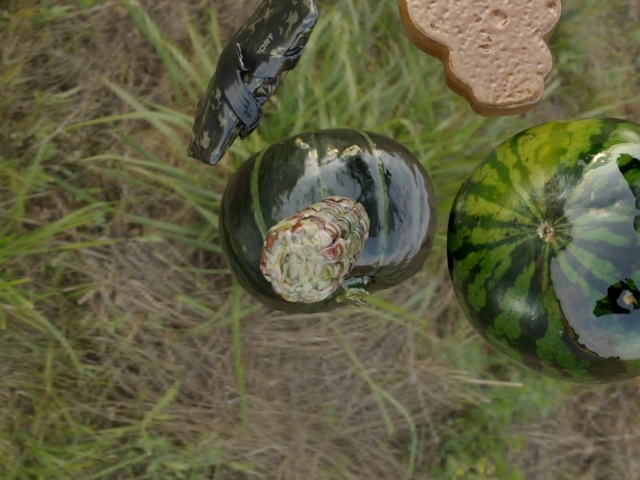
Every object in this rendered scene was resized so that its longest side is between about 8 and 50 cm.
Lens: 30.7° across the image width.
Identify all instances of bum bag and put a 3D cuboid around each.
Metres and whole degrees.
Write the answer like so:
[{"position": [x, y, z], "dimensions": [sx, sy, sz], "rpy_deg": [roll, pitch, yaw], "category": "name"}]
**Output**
[{"position": [-0.068, -0.178, 1.187], "dimensions": [0.069, 0.102, 0.248], "rpy_deg": [26, 115, -13], "category": "bum bag"}]

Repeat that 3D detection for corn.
[{"position": [0.000, 0.000, 1.262], "dimensions": [0.280, 0.092, 0.092], "rpy_deg": [-48, 125, -75], "category": "corn"}]

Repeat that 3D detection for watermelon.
[{"position": [0.274, 0.007, 1.221], "dimensions": [0.285, 0.285, 0.285], "rpy_deg": [2, 87, -38], "category": "watermelon"}]

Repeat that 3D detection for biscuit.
[{"position": [0.188, -0.306, 1.428], "dimensions": [0.202, 0.047, 0.334], "rpy_deg": [-11, 73, -11], "category": "biscuit"}]

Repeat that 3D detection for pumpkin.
[{"position": [0.011, -0.028, 1.684], "dimensions": [0.323, 0.323, 0.241], "rpy_deg": [2, 65, -38], "category": "pumpkin"}]
